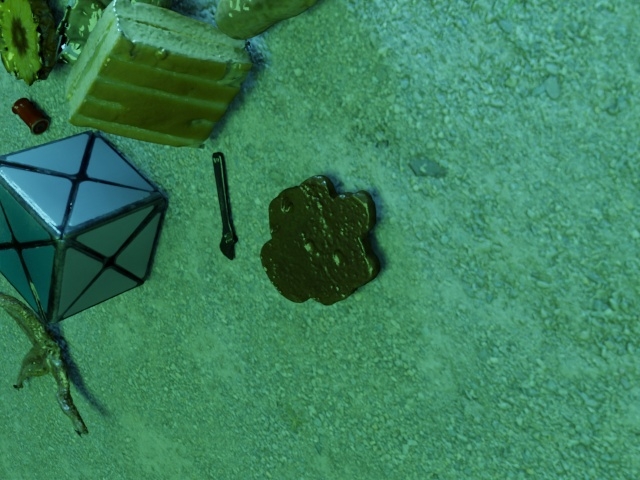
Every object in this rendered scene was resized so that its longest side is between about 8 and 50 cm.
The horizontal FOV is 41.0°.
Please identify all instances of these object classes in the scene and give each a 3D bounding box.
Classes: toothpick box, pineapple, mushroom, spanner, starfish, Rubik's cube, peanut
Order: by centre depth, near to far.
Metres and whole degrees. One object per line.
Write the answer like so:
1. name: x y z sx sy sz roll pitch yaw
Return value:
1. peanut: -0.081 -0.364 1.287 0.214 0.099 0.099 -3 107 45
2. mushroom: -0.340 -0.407 1.449 0.189 0.164 0.267 -111 41 -63
3. spanner: -0.178 -0.061 1.571 0.046 0.012 0.208 12 116 40
4. Rubik's cube: -0.497 -0.033 1.701 0.259 0.255 0.260 38 130 22
5. pineapple: -0.589 -0.419 1.735 0.225 0.076 0.225 19 119 38
6. toothpick box: -0.631 -0.271 1.863 0.083 0.047 0.047 44 133 19
7. starfish: -0.741 0.285 2.167 0.383 0.132 0.398 -1 122 50

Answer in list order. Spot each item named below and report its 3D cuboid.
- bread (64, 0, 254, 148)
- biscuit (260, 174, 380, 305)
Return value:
1. bread: -0.261 -0.264 1.400 0.239 0.246 0.111 -41 48 46
2. biscuit: 0.000 0.000 1.416 0.290 0.041 0.208 -37 83 44
